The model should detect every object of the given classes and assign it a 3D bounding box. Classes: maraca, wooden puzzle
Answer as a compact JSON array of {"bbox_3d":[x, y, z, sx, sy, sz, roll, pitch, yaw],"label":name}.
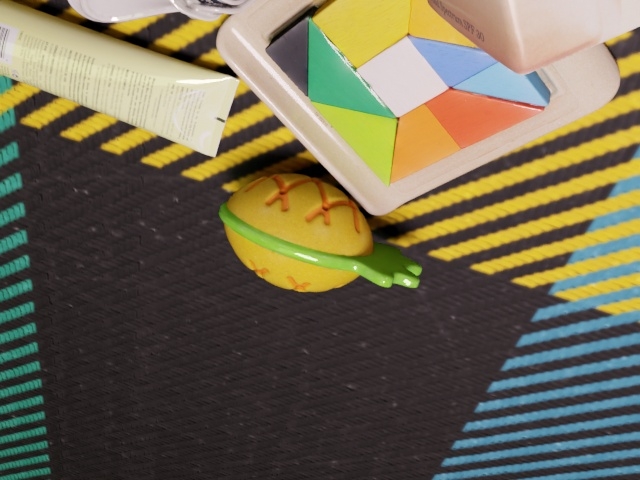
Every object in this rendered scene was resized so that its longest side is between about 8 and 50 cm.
[{"bbox_3d":[0.000,0.000,0.671,0.185,0.127,0.099,20,109,5],"label":"maraca"},{"bbox_3d":[0.066,-0.134,0.579,0.238,0.044,0.221,-29,117,36],"label":"wooden puzzle"}]

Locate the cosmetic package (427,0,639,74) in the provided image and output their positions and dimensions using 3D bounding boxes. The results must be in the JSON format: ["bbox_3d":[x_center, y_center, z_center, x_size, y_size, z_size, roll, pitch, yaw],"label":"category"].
[{"bbox_3d":[0.093,-0.253,0.366,0.129,0.153,0.296,-23,123,1],"label":"cosmetic package"}]

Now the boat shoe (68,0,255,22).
[{"bbox_3d":[-0.073,-0.196,0.523,0.267,0.088,0.096,-13,157,23],"label":"boat shoe"}]

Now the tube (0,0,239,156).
[{"bbox_3d":[-0.193,-0.144,0.653,0.240,0.062,0.070,20,178,-6],"label":"tube"}]
